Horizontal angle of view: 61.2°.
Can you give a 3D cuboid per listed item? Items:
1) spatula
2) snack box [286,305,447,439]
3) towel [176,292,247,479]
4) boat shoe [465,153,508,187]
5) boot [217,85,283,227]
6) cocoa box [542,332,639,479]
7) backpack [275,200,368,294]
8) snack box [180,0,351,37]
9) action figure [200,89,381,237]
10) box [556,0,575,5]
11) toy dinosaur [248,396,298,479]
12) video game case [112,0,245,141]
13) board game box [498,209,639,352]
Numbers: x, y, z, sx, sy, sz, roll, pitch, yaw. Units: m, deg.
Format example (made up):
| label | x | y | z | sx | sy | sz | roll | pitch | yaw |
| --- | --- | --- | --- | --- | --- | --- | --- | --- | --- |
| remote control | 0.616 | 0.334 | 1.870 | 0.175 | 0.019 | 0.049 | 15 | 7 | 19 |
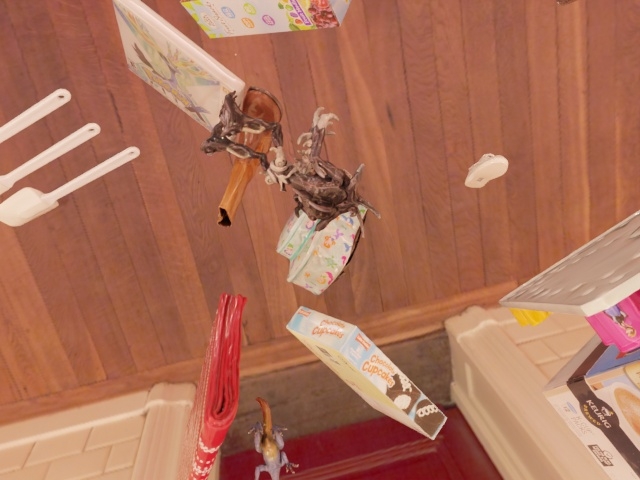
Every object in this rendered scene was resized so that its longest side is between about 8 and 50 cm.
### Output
| label | x | y | z | sx | sy | sz | roll | pitch | yaw |
| --- | --- | --- | --- | --- | --- | --- | --- | --- | --- |
| spatula | -0.366 | -0.095 | 0.691 | 0.242 | 0.019 | 0.168 | -26 | 148 | 13 |
| snack box | 0.091 | 0.261 | 1.071 | 0.322 | 0.187 | 0.060 | 47 | 69 | -28 |
| towel | -0.131 | 0.217 | 0.608 | 0.031 | 0.199 | 0.274 | 13 | 119 | -12 |
| boat shoe | 0.428 | -0.190 | 1.395 | 0.066 | 0.184 | 0.063 | 8 | 77 | 0 |
| boot | -0.191 | -0.195 | 1.289 | 0.096 | 0.264 | 0.280 | 24 | 66 | -6 |
| cocoa box | 0.550 | 0.265 | 0.750 | 0.231 | 0.228 | 0.347 | -30 | 76 | -28 |
| backpack | 0.000 | 0.000 | 1.362 | 0.191 | 0.253 | 0.225 | 25 | 138 | -13 |
| snack box | -0.046 | -0.340 | 0.657 | 0.070 | 0.207 | 0.174 | 46 | 61 | -52 |
| action figure | -0.028 | -0.120 | 0.809 | 0.276 | 0.141 | 0.164 | 30 | 142 | -8 |
| box | 0.245 | -0.215 | 0.169 | 0.191 | 0.381 | 0.143 | -25 | 102 | -4 |
| toy dinosaur | -0.044 | 0.223 | 0.562 | 0.047 | 0.090 | 0.082 | -7 | 122 | 6 |
| video game case | -0.323 | -0.383 | 1.253 | 0.329 | 0.300 | 0.036 | 38 | 72 | -2 |
| board game box | 0.391 | -0.022 | 0.553 | 0.390 | 0.390 | 0.050 | -33 | 80 | 4 |
